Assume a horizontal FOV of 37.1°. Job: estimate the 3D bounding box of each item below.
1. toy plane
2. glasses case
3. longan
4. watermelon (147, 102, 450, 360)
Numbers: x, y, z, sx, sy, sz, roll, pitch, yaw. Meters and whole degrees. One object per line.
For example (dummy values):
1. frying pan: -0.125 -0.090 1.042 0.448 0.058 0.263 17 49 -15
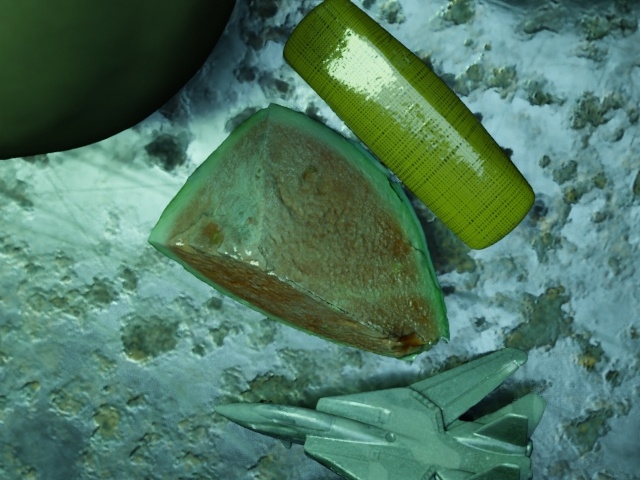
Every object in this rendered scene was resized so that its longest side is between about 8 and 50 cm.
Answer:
1. toy plane: 0.041 0.169 0.783 0.267 0.212 0.088 3 140 21
2. glasses case: 0.072 -0.094 0.754 0.234 0.064 0.079 45 101 -3
3. longan: -0.226 -0.219 0.615 0.361 0.361 0.361 0 98 4
4. watermelon: 0.000 -0.010 0.763 0.231 0.128 0.146 29 71 -14
